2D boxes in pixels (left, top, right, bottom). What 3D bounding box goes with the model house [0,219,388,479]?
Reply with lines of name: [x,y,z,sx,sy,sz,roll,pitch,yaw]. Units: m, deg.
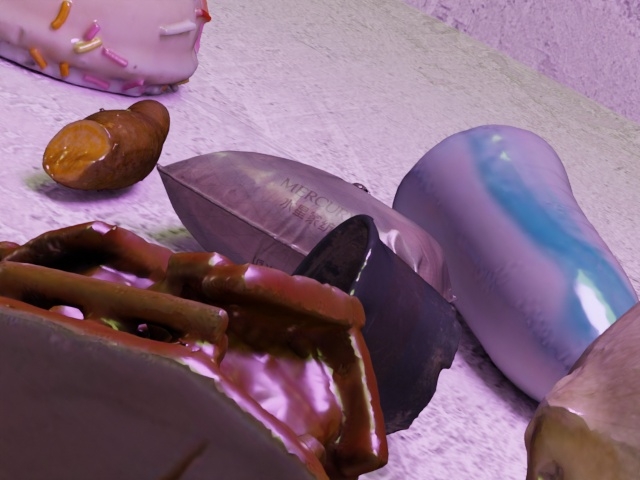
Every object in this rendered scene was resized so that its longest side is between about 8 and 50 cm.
model house: [-0.090,0.069,0.810,0.219,0.199,0.229,53,23,-8]

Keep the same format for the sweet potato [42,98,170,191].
sweet potato: [-0.175,-0.089,1.380,0.077,0.077,0.244,28,18,9]

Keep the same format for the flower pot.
flower pot: [0.029,0.073,1.092,0.107,0.157,0.157,34,14,-17]

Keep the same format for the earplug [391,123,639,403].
earplug: [0.197,0.051,1.377,0.185,0.185,0.324,16,27,-26]

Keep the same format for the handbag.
handbag: [0.000,0.000,1.315,0.270,0.117,0.182,30,9,19]

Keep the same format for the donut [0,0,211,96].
donut: [-0.298,-0.300,1.737,0.383,0.142,0.382,24,18,-8]

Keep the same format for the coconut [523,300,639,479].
coconut: [0.265,0.170,0.795,0.360,0.346,0.346,26,17,-4]
